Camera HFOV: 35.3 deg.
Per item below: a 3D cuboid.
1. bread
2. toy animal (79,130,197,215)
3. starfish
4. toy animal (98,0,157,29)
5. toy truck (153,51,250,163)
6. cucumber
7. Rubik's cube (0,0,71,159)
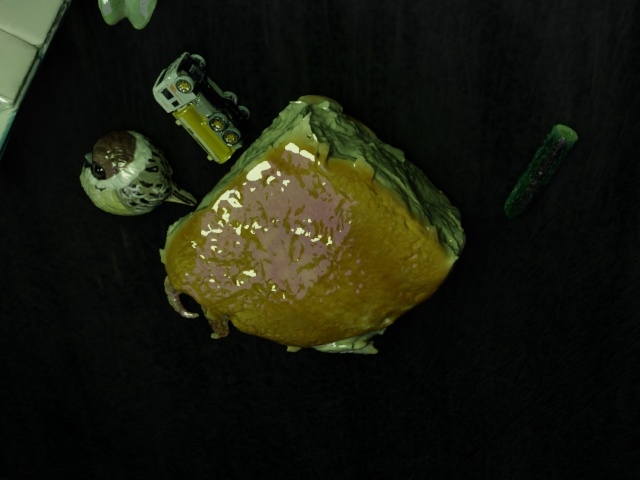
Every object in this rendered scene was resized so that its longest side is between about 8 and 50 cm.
[{"bbox_3d":[0.000,0.000,1.082,0.279,0.225,0.250,40,108,-18],"label":"bread"},{"bbox_3d":[-0.202,-0.076,1.147,0.137,0.098,0.098,8,129,-14],"label":"toy animal"},{"bbox_3d":[-0.123,0.052,1.270,0.150,0.053,0.210,17,133,12],"label":"starfish"},{"bbox_3d":[-0.186,-0.328,0.929,0.127,0.125,0.251,20,126,19],"label":"toy animal"},{"bbox_3d":[-0.130,-0.142,1.108,0.063,0.052,0.123,-24,122,32],"label":"toy truck"},{"bbox_3d":[0.240,-0.071,1.119,0.032,0.032,0.133,22,129,-8],"label":"cucumber"},{"bbox_3d":[-0.377,-0.192,0.951,0.221,0.224,0.231,24,144,-18],"label":"Rubik's cube"}]
